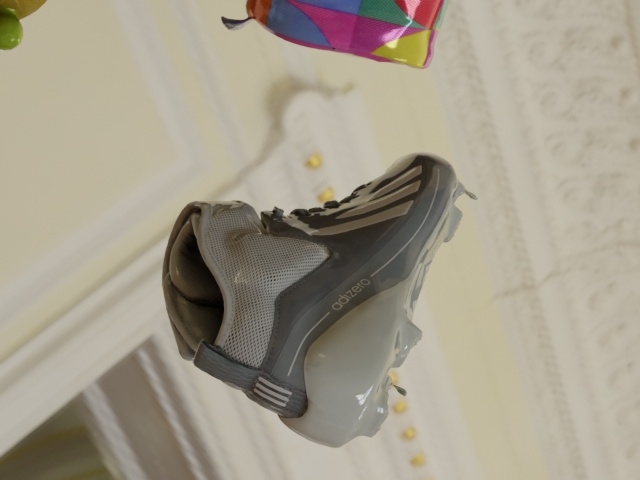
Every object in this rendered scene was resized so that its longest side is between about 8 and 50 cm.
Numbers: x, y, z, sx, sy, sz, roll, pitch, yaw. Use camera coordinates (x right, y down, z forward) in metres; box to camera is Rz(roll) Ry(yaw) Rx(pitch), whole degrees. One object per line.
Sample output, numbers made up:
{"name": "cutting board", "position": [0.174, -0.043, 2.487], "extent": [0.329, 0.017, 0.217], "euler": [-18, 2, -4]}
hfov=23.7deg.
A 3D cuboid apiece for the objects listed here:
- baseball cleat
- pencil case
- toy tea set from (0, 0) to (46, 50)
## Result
{"name": "baseball cleat", "position": [0.000, 0.000, 0.621], "extent": [0.109, 0.206, 0.072], "euler": [28, -64, -3]}
{"name": "pencil case", "position": [0.029, -0.195, 0.705], "extent": [0.104, 0.104, 0.236], "euler": [28, -70, 39]}
{"name": "toy tea set", "position": [-0.134, -0.267, 0.897], "extent": [0.124, 0.200, 0.336], "euler": [34, 43, -59]}
